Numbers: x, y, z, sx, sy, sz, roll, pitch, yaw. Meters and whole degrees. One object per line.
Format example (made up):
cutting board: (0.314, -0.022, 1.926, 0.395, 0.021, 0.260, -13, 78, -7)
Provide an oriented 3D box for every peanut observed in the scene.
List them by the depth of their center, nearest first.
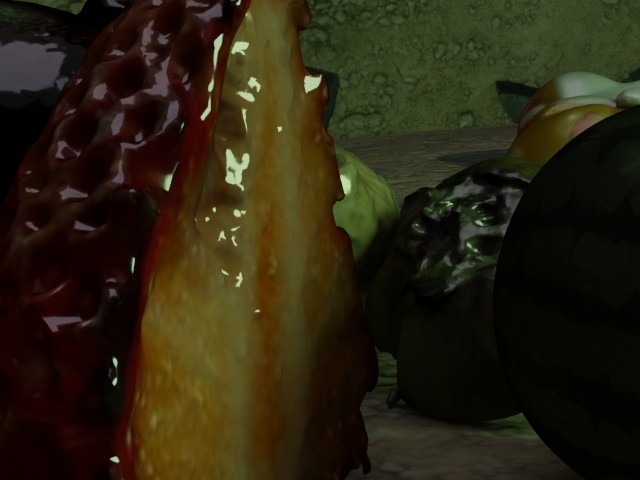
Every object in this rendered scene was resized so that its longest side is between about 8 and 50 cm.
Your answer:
peanut: (0.000, 0.000, 0.954, 0.130, 0.130, 0.290, -3, -16, 2)

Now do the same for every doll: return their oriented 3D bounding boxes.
doll: (0.226, -0.052, 0.990, 0.166, 0.162, 0.269, 4, 10, 16)

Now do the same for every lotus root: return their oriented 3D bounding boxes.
lotus root: (0.102, 0.015, 0.805, 0.183, 0.078, 0.203, 11, 59, 48)

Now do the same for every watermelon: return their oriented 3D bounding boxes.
watermelon: (0.190, 0.032, 0.596, 0.212, 0.212, 0.212, -3, 10, 1)

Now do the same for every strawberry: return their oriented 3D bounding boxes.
strawberry: (-0.090, 0.027, 0.571, 0.150, 0.280, 0.253, -2, 19, 26)

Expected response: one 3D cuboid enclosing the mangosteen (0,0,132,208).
mangosteen: (-0.189, -0.038, 0.832, 0.297, 0.313, 0.297, 34, -10, 7)
